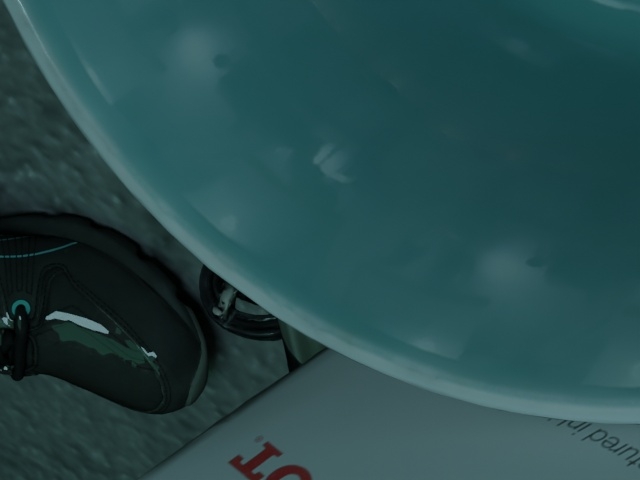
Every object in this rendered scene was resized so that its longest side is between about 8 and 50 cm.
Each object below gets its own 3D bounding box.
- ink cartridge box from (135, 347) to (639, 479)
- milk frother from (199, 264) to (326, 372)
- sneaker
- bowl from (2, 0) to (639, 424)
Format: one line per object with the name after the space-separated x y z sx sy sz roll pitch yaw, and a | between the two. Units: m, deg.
0.123 0.066 0.394 0.207 0.283 0.117 30 149 53 | ink cartridge box
0.000 0.000 0.571 0.143 0.129 0.134 7 134 19 | milk frother
-0.184 0.031 0.732 0.267 0.106 0.101 23 134 11 | sneaker
0.074 -0.128 0.361 0.312 0.163 0.311 14 118 28 | bowl
